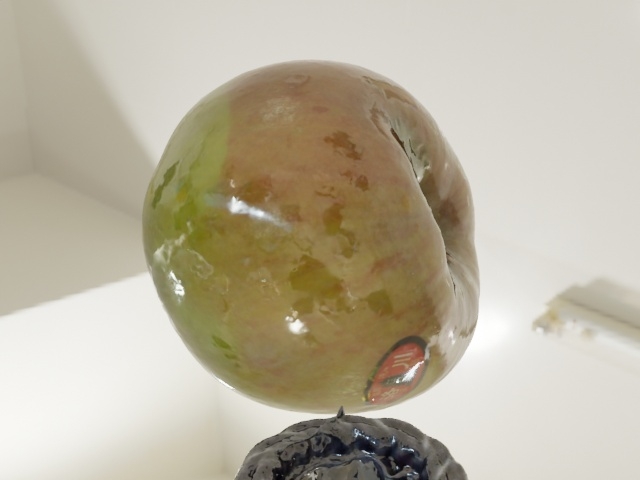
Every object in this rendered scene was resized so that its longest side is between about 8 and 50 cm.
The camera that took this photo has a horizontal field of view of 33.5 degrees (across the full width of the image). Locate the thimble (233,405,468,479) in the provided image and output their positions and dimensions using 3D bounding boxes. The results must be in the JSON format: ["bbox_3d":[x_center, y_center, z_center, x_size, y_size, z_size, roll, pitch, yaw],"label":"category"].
[{"bbox_3d":[0.011,0.126,0.463,0.095,0.066,0.104,26,-142,32],"label":"thimble"}]

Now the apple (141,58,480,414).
[{"bbox_3d":[0.000,0.000,0.725,0.194,0.261,0.261,-11,-155,19],"label":"apple"}]
